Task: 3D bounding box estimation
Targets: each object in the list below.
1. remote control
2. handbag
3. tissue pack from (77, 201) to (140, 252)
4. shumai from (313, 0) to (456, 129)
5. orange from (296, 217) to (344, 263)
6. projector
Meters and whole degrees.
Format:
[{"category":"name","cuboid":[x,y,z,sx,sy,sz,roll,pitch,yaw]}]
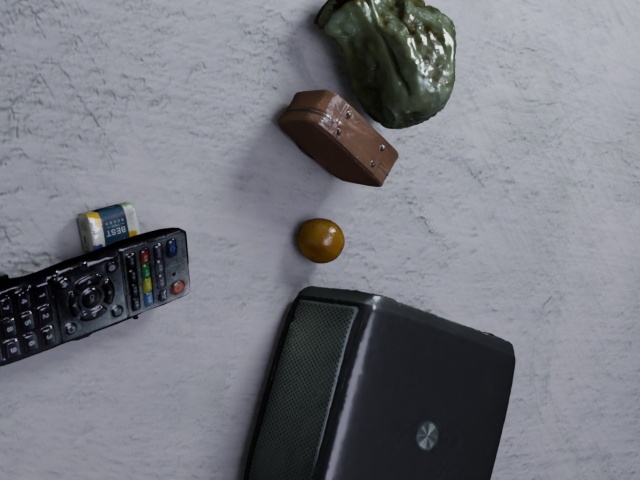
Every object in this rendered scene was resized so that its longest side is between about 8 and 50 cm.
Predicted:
[{"category":"remote control","cuboid":[-0.373,0.089,1.562,0.399,0.062,0.144,-20,125,-32]},{"category":"handbag","cuboid":[0.025,-0.173,1.800,0.193,0.151,0.072,39,75,-35]},{"category":"tissue pack","cuboid":[-0.320,-0.021,1.619,0.083,0.042,0.062,-17,104,-36]},{"category":"shumai","cuboid":[0.101,-0.310,1.813,0.222,0.225,0.260,8,50,-27]},{"category":"orange","cuboid":[0.000,0.000,1.845,0.085,0.085,0.085,-4,96,-37]},{"category":"projector","cuboid":[0.106,0.313,1.850,0.395,0.242,0.405,20,80,-34]}]
